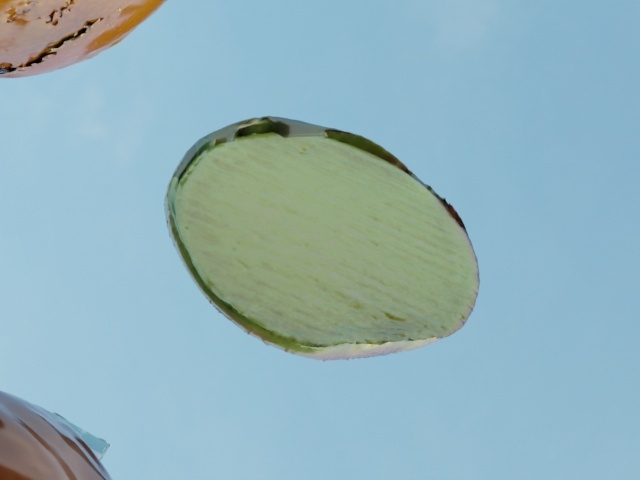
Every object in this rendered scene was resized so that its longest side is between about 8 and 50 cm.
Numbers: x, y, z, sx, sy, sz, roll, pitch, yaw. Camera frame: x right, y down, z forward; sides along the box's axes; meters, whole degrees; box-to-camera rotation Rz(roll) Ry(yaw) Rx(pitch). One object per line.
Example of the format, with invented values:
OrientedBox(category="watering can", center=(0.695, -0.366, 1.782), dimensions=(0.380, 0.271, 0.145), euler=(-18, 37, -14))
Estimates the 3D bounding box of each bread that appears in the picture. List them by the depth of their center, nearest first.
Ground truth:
OrientedBox(category="bread", center=(0.000, 0.000, 1.022), dimensions=(0.228, 0.228, 0.033), euler=(42, -46, 17))

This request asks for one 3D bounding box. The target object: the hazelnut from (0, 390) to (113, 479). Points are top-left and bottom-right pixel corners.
OrientedBox(category="hazelnut", center=(-0.167, 0.176, 0.628), dimensions=(0.241, 0.261, 0.261), euler=(-6, -83, 15))

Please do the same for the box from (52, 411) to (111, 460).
OrientedBox(category="box", center=(-0.295, 0.265, 1.565), dimensions=(0.081, 0.199, 0.135), euler=(29, -92, -1))

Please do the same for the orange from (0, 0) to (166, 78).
OrientedBox(category="orange", center=(-0.152, -0.187, 0.652), dimensions=(0.240, 0.240, 0.240), euler=(6, -77, 30))
